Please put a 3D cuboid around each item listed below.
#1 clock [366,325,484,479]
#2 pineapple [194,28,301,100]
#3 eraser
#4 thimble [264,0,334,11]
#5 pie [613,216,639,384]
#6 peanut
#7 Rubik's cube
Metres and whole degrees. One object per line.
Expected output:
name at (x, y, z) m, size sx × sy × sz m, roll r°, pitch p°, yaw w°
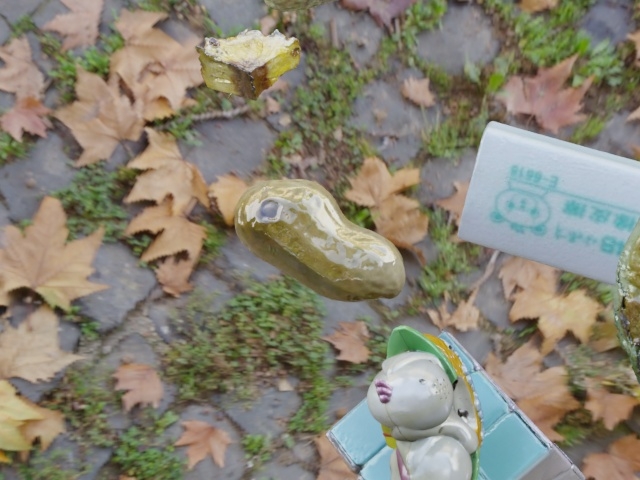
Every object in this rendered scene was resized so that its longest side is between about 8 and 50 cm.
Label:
clock at (0.118, 0.207, 1.194) m, size 0.103 × 0.144 × 0.230 m, roll -16°, pitch 96°, yaw 36°
pineapple at (-0.091, -0.232, 1.392) m, size 0.137 × 0.069 × 0.116 m, roll -14°, pitch 42°, yaw 0°
eraser at (0.367, -0.052, 1.592) m, size 0.290 × 0.104 × 0.189 m, roll 17°, pitch 118°, yaw 12°
thimble at (-0.003, -0.300, 0.925) m, size 0.144 × 0.137 × 0.190 m, roll -18°, pitch 82°, yaw -7°
pie at (0.399, 0.063, 0.930) m, size 0.303 × 0.067 × 0.302 m, roll 2°, pitch 94°, yaw 33°
peanut at (0.000, 0.000, 1.325) m, size 0.236 × 0.110 × 0.120 m, roll 27°, pitch 81°, yaw 15°
Rubik's cube at (0.183, 0.295, 1.448) m, size 0.231 × 0.221 × 0.224 m, roll -41°, pitch 57°, yaw 3°
